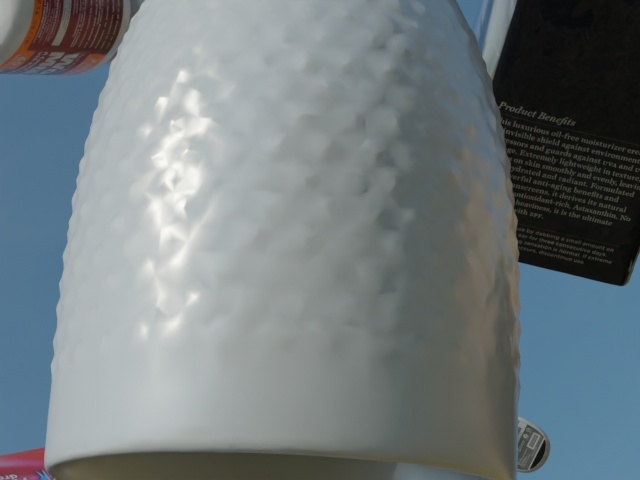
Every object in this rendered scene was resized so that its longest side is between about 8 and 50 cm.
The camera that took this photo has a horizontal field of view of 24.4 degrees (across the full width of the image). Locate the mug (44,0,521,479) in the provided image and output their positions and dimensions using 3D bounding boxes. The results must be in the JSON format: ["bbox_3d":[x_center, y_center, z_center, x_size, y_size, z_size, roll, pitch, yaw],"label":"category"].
[{"bbox_3d":[0.000,0.000,0.949,0.276,0.328,0.374,-3,-17,19],"label":"mug"}]

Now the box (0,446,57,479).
[{"bbox_3d":[-0.167,0.263,1.270,0.300,0.142,0.154,-6,-71,-33],"label":"box"}]

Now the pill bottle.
[{"bbox_3d":[-0.238,-0.201,1.260,0.121,0.121,0.221,-43,-13,21],"label":"pill bottle"}]

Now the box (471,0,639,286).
[{"bbox_3d":[0.230,-0.176,1.311,0.182,0.296,0.294,14,-52,-1],"label":"box"}]

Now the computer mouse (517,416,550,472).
[{"bbox_3d":[0.204,0.238,1.909,0.106,0.193,0.042,-62,-3,3],"label":"computer mouse"}]
